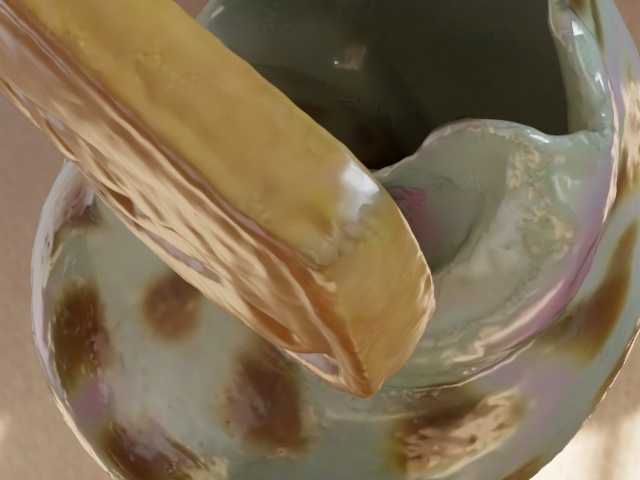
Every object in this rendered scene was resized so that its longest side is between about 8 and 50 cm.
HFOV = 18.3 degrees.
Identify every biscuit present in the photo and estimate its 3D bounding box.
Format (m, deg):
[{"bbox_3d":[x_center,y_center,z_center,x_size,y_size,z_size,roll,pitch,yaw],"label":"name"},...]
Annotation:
[{"bbox_3d":[-0.041,-0.024,0.432,0.029,0.142,0.220,-46,36,-7],"label":"biscuit"}]

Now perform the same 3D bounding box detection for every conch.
[{"bbox_3d":[0.000,0.000,0.790,0.368,0.197,0.249,3,78,44],"label":"conch"}]
